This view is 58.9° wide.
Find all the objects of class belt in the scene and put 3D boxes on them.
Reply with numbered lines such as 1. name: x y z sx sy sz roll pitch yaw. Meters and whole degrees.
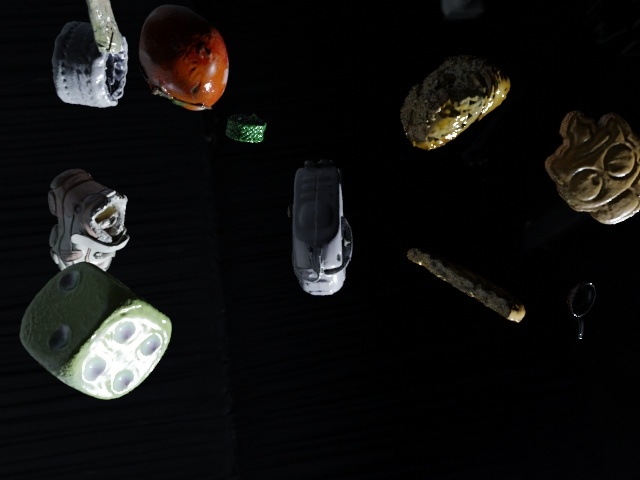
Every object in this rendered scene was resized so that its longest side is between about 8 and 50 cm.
1. belt: -0.233 -0.364 1.788 0.151 0.121 0.079 -94 -164 -70

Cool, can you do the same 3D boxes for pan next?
1. pan: 0.491 0.131 1.081 0.023 0.068 0.115 25 -59 57

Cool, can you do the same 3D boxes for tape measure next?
1. tape measure: 0.000 0.000 1.069 0.197 0.120 0.236 81 8 -56

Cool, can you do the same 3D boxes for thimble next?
1. thimble: -0.692 -0.532 1.719 0.217 0.157 0.246 122 -23 -85

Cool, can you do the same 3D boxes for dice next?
1. dice: -0.550 0.219 1.398 0.254 0.250 0.252 28 -17 31

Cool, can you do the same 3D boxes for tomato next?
1. tomato: -0.360 -0.529 1.640 0.309 0.170 0.309 -20 115 -52

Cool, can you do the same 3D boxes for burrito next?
1. burrito: -0.445 -0.460 1.146 0.042 0.051 0.171 32 -38 26

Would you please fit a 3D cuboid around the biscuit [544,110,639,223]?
1. biscuit: 0.814 -0.215 1.643 0.376 0.269 0.051 51 11 -15

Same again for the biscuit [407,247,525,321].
1. biscuit: 0.263 0.074 0.969 0.224 0.144 0.033 36 -76 45

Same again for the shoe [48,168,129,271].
1. shoe: -0.654 -0.017 1.624 0.172 0.198 0.351 -42 144 -47

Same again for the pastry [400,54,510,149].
1. pastry: 0.351 -0.392 1.542 0.162 0.310 0.255 53 2 -22
